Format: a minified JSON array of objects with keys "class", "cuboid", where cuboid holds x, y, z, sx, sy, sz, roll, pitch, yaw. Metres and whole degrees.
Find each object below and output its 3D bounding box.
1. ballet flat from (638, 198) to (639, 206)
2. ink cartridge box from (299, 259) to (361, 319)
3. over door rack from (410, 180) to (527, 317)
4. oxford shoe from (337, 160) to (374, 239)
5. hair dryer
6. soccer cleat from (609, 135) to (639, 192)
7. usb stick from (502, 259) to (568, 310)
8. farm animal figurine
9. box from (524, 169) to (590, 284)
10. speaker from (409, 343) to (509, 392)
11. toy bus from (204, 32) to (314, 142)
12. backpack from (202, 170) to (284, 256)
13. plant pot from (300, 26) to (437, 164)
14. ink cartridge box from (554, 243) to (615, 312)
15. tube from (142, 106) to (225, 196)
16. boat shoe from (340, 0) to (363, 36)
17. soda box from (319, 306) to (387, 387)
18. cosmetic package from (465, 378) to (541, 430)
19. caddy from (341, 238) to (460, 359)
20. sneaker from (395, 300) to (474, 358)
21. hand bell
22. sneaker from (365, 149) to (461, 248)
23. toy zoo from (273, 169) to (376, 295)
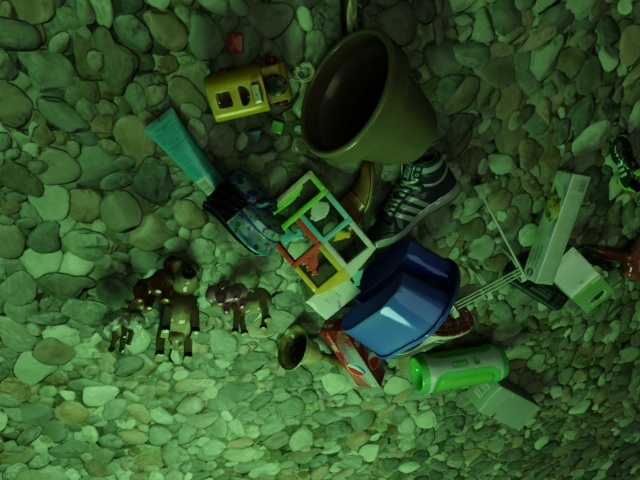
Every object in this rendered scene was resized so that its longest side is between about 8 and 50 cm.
[{"class":"ballet flat","cuboid":[1.037,-0.089,1.316,0.168,0.057,0.052,34,95,-26]},{"class":"ink cartridge box","cuboid":[0.018,0.132,1.153,0.143,0.092,0.090,-40,119,9]},{"class":"over door rack","cuboid":[0.402,0.023,1.197,0.239,0.108,0.324,-29,105,1]},{"class":"oxford shoe","cuboid":[0.085,-0.103,1.065,0.076,0.076,0.212,11,113,-7]},{"class":"hair dryer","cuboid":[0.948,0.056,1.352,0.293,0.080,0.224,-38,118,6]},{"class":"soccer cleat","cuboid":[0.859,-0.211,1.197,0.060,0.072,0.179,-33,119,4]},{"class":"usb stick","cuboid":[0.677,0.143,1.349,0.278,0.045,0.077,28,98,-24]},{"class":"farm animal figurine","cuboid":[-0.311,0.160,1.055,0.330,0.172,0.327,26,120,-32]},{"class":"box","cuboid":[0.666,-0.035,1.221,0.067,0.063,0.324,5,107,-15]},{"class":"speaker","cuboid":[0.443,0.409,1.380,0.296,0.131,0.131,-5,117,-12]},{"class":"toy bus","cuboid":[-0.134,-0.307,0.877,0.190,0.104,0.202,27,113,-19]},{"class":"backpack","cuboid":[-0.149,-0.051,0.953,0.117,0.158,0.173,-43,80,7]},{"class":"plant pot","cuboid":[0.122,-0.269,0.912,0.229,0.263,0.263,14,113,-40]},{"class":"ink cartridge box","cuboid":[0.780,0.112,1.317,0.209,0.062,0.109,41,103,-11]},{"class":"tube","cuboid":[-0.287,-0.183,0.946,0.080,0.052,0.207,-37,114,1]},{"class":"boat shoe","cuboid":[0.068,-0.497,0.872,0.049,0.056,0.152,-10,128,-14]},{"class":"soda box","cuboid":[0.102,0.314,1.252,0.083,0.092,0.263,-9,126,35]},{"class":"cosmetic package","cuboid":[0.648,0.566,1.524,0.238,0.107,0.127,30,103,-22]},{"class":"caddy","cuboid":[0.207,0.157,1.091,0.179,0.241,0.341,33,137,-10]},{"class":"sneaker","cuboid":[0.316,0.269,1.297,0.299,0.121,0.112,-16,148,-7]},{"class":"hand bell","cuboid":[0.006,0.341,1.264,0.242,0.126,0.126,27,107,-36]},{"class":"sneaker","cuboid":[0.204,-0.110,1.072,0.282,0.099,0.153,-35,122,0]},{"class":"toy zoo","cuboid":[0.000,0.000,1.055,0.192,0.030,0.293,-39,96,8]}]
